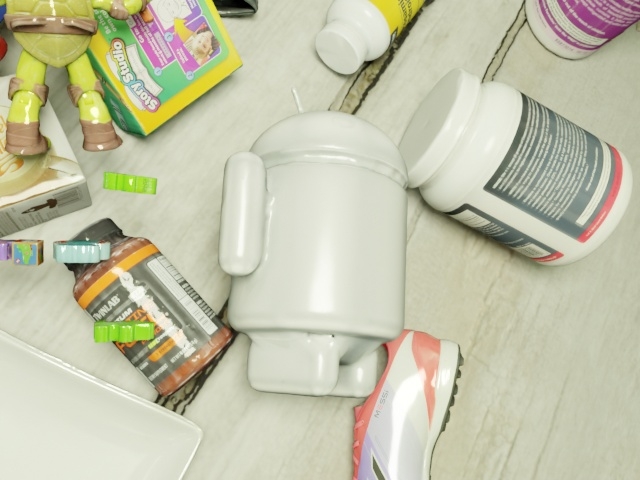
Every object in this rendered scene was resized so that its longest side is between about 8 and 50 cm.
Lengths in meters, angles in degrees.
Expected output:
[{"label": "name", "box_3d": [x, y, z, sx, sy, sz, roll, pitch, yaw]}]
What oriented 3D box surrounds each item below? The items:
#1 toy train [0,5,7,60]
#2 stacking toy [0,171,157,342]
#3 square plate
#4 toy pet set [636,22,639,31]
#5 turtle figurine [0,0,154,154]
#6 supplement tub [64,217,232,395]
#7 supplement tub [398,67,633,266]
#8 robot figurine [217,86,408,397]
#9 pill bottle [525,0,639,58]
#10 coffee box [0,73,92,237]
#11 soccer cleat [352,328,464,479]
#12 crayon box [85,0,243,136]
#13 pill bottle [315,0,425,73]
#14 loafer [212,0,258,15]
[{"label": "toy train", "box_3d": [-0.419, -0.225, 0.587, 0.105, 0.144, 0.247, 50, 53, -48]}, {"label": "stacking toy", "box_3d": [-0.272, 0.011, 0.531, 0.221, 0.052, 0.166, 3, 96, -13]}, {"label": "square plate", "box_3d": [-0.350, 0.276, 0.544, 0.344, 0.049, 0.347, 30, 70, -10]}, {"label": "toy pet set", "box_3d": [0.669, -0.424, 1.044, 0.114, 0.065, 0.122, 15, 72, -15]}, {"label": "turtle figurine", "box_3d": [-0.241, -0.196, 0.524, 0.270, 0.087, 0.217, -14, 116, -35]}, {"label": "supplement tub", "box_3d": [-0.199, 0.070, 0.615, 0.106, 0.106, 0.198, -43, 92, -22]}, {"label": "supplement tub", "box_3d": [0.260, -0.098, 0.761, 0.272, 0.191, 0.191, 26, 70, -11]}, {"label": "robot figurine", "box_3d": [0.000, 0.000, 0.645, 0.300, 0.200, 0.353, 24, 65, -51]}, {"label": "pill bottle", "box_3d": [0.481, -0.431, 0.855, 0.170, 0.301, 0.169, 4, 76, -17]}, {"label": "coffee box", "box_3d": [-0.396, -0.068, 0.585, 0.247, 0.098, 0.141, -24, 85, -22]}, {"label": "soccer cleat", "box_3d": [0.083, 0.264, 0.675, 0.117, 0.108, 0.318, 16, 74, 9]}, {"label": "crayon box", "box_3d": [-0.226, -0.280, 0.625, 0.165, 0.081, 0.278, -44, 130, -23]}, {"label": "pill bottle", "box_3d": [0.073, -0.331, 0.802, 0.103, 0.103, 0.184, 38, 69, -6]}, {"label": "loafer", "box_3d": [-0.189, -0.338, 0.731, 0.224, 0.076, 0.078, -8, 72, -24]}]
